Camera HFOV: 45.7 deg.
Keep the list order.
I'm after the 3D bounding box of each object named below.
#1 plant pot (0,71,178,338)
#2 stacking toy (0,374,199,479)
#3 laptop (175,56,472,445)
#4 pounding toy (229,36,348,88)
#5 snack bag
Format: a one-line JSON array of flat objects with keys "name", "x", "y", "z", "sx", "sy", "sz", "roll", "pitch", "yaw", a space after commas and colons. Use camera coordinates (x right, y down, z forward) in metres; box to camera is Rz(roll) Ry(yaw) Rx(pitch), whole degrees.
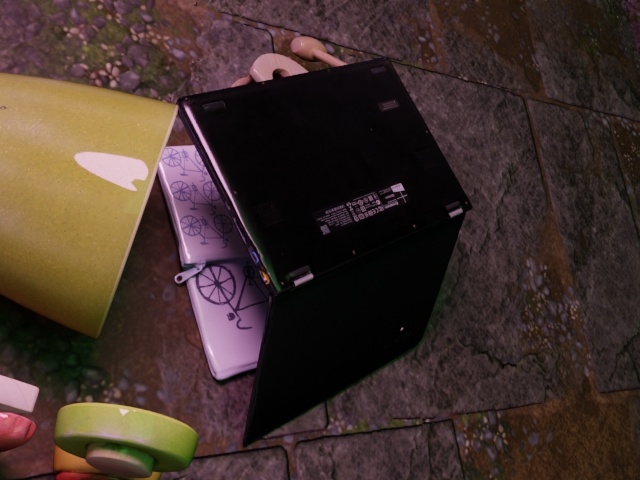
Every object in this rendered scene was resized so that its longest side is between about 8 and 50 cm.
[{"name": "plant pot", "x": -0.337, "y": -0.067, "z": 0.813, "sx": 0.294, "sy": 0.275, "sz": 0.274, "roll": 19, "pitch": 60, "yaw": -14}, {"name": "stacking toy", "x": -0.276, "y": 0.232, "z": 0.709, "sx": 0.309, "sy": 0.279, "sz": 0.130, "roll": 22, "pitch": 58, "yaw": -25}, {"name": "laptop", "x": 0.000, "y": 0.000, "z": 1.064, "sx": 0.382, "sy": 0.236, "sz": 0.407, "roll": -22, "pitch": 81, "yaw": -41}, {"name": "pounding toy", "x": -0.031, "y": -0.205, "z": 1.116, "sx": 0.154, "sy": 0.155, "sz": 0.269, "roll": 9, "pitch": 59, "yaw": -38}, {"name": "snack bag", "x": -0.069, "y": 0.015, "z": 1.115, "sx": 0.323, "sy": 0.037, "sz": 0.342, "roll": -7, "pitch": 77, "yaw": -40}]
